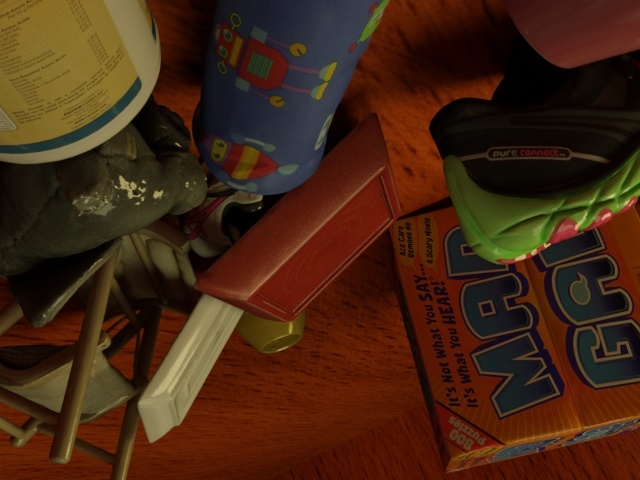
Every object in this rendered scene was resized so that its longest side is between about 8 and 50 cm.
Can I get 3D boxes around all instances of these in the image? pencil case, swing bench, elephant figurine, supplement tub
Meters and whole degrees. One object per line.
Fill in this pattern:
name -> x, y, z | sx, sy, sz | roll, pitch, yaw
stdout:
pencil case -> -0.014, -0.161, 0.489 | 0.133, 0.119, 0.306 | -53, 175, -35
swing bench -> -0.254, 0.118, 0.765 | 0.165, 0.254, 0.253 | 21, 154, 9
elephant figurine -> -0.218, -0.019, 0.538 | 0.239, 0.169, 0.186 | -37, 159, 19
supplement tub -> -0.174, -0.145, 0.344 | 0.144, 0.144, 0.199 | -21, 156, -6

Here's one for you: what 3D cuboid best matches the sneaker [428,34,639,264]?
sneaker -> 0.307, -0.157, 0.724 | 0.483, 0.202, 0.185 | -30, 178, -33

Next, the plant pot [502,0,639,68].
plant pot -> 0.242, -0.230, 0.518 | 0.201, 0.201, 0.180 | -1, 163, -42

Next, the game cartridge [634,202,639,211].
game cartridge -> 0.767, -0.039, 1.578 | 0.285, 0.052, 0.323 | -11, 152, -26

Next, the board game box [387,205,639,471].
board game box -> 0.331, 0.151, 1.115 | 0.357, 0.356, 0.356 | -14, 157, 3

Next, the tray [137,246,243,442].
tray -> -0.135, 0.111, 0.836 | 0.145, 0.030, 0.270 | 99, 15, -56

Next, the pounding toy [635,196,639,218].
pounding toy -> 0.615, -0.112, 1.166 | 0.237, 0.183, 0.110 | -18, 131, -4

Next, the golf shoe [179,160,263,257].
golf shoe -> -0.108, -0.020, 0.747 | 0.068, 0.086, 0.186 | -14, 156, -25

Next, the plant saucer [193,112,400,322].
plant saucer -> 0.000, 0.000, 0.802 | 0.259, 0.048, 0.258 | -43, 163, -1

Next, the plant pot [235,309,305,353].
plant pot -> -0.077, 0.119, 1.058 | 0.134, 0.095, 0.134 | -19, 157, -9
